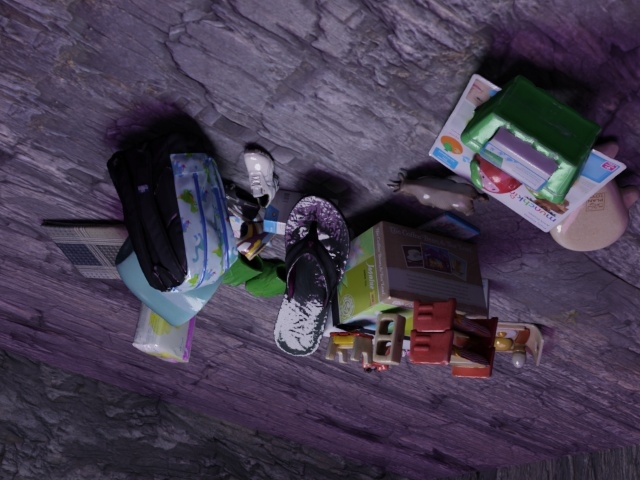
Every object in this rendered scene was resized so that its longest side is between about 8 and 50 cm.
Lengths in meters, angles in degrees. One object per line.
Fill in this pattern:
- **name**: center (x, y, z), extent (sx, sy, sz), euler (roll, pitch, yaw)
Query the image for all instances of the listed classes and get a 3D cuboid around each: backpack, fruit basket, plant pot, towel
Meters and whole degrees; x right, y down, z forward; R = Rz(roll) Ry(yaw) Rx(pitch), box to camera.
- **backpack**: center (-0.349, -0.050, 1.724), extent (0.290, 0.355, 0.273), euler (-16, 166, 39)
- **fruit basket**: center (0.391, -0.156, 1.446), extent (0.327, 0.165, 0.353), euler (35, 155, 5)
- **plant pot**: center (-0.431, 0.058, 2.001), extent (0.235, 0.293, 0.293), euler (37, 141, -23)
- **towel**: center (-0.675, 0.031, 2.253), extent (0.325, 0.056, 0.312), euler (3, 146, 15)

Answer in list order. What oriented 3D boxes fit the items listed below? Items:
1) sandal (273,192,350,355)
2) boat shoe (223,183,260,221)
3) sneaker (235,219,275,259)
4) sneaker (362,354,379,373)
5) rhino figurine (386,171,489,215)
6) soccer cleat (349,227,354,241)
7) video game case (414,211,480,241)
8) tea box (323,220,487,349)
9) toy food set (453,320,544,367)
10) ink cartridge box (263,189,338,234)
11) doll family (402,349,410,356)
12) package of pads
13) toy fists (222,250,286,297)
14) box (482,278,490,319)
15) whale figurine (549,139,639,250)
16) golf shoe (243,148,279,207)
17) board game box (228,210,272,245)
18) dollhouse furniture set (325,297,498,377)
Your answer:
- **sandal**: center (-0.023, 0.104, 1.784), extent (0.168, 0.107, 0.445), euler (9, 110, 2)
- **boat shoe**: center (-0.244, -0.123, 1.867), extent (0.206, 0.075, 0.065), euler (37, 98, -29)
- **sneaker**: center (-0.162, -0.034, 1.876), extent (0.084, 0.185, 0.069), euler (43, 134, -9)
- **sneaker**: center (0.224, 0.456, 2.661), extent (0.072, 0.077, 0.178), euler (22, 147, -22)
- **rhino figurine**: center (0.265, -0.115, 1.678), extent (0.243, 0.073, 0.106), euler (14, 180, 30)
- **soccer cleat**: center (0.000, 0.000, 1.963), extent (0.196, 0.076, 0.068), euler (-8, 145, 28)
- **video game case**: center (0.325, -0.018, 1.900), extent (0.119, 0.015, 0.166), euler (26, 145, -25)
- **tea box**: center (0.209, 0.133, 1.908), extent (0.329, 0.219, 0.323), euler (13, 149, -30)
- **toy food set**: center (0.581, 0.357, 2.377), extent (0.306, 0.092, 0.219), euler (1, 149, 13)
- **ink cartridge box**: center (-0.051, -0.065, 1.841), extent (0.180, 0.104, 0.060), euler (10, 148, 1)
- **doll family**: center (0.259, 0.233, 2.171), extent (0.163, 0.263, 0.118), euler (3, 139, -48)
- **package of pads**: center (-0.518, 0.283, 2.387), extent (0.101, 0.229, 0.296), euler (3, 160, 13)
- **toy fists**: center (-0.204, 0.098, 2.159), extent (0.142, 0.096, 0.279), euler (-29, 143, 33)
- **box**: center (0.402, 0.188, 2.095), extent (0.186, 0.145, 0.038), euler (-3, 148, 21)
- **whale figurine**: center (0.594, -0.110, 1.585), extent (0.216, 0.141, 0.272), euler (-6, 124, 8)
- **golf shoe**: center (-0.147, -0.150, 1.747), extent (0.069, 0.086, 0.176), euler (1, 147, 18)
- **board game box**: center (-0.208, -0.036, 2.013), extent (0.104, 0.026, 0.154), euler (0, 148, 16)
- **dollhouse furniture set**: center (0.223, 0.243, 1.765), extent (0.374, 0.152, 0.201), euler (-6, 158, 42)
